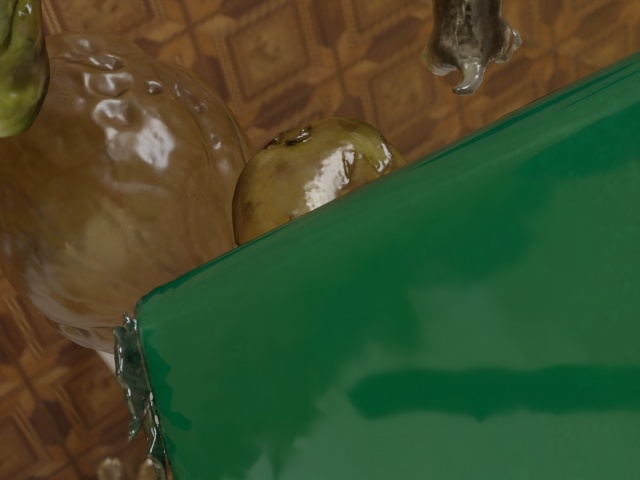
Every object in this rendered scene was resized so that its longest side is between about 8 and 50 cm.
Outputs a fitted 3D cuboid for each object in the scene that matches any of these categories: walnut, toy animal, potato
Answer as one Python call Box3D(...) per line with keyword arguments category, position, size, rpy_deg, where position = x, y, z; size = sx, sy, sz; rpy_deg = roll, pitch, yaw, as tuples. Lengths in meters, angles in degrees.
Box3D(category="walnut", position=(-0.220, -0.046, 1.452), size=(0.354, 0.398, 0.308), rpy_deg=(14, 118, -50))
Box3D(category="toy animal", position=(0.145, -0.278, 1.381), size=(0.121, 0.168, 0.233), rpy_deg=(-4, 105, 10))
Box3D(category="potato", position=(0.000, 0.000, 0.894), size=(0.137, 0.137, 0.176), rpy_deg=(70, 29, -46))

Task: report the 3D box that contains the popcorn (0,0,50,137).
Box3D(category="popcorn", position=(-0.385, -0.219, 1.154), size=(0.312, 0.312, 0.312), rpy_deg=(-23, 134, -25))

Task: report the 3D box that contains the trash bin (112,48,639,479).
Box3D(category="trash bin", position=(0.133, 0.071, 0.559), size=(0.381, 0.295, 0.259), rpy_deg=(-20, 170, 32))
